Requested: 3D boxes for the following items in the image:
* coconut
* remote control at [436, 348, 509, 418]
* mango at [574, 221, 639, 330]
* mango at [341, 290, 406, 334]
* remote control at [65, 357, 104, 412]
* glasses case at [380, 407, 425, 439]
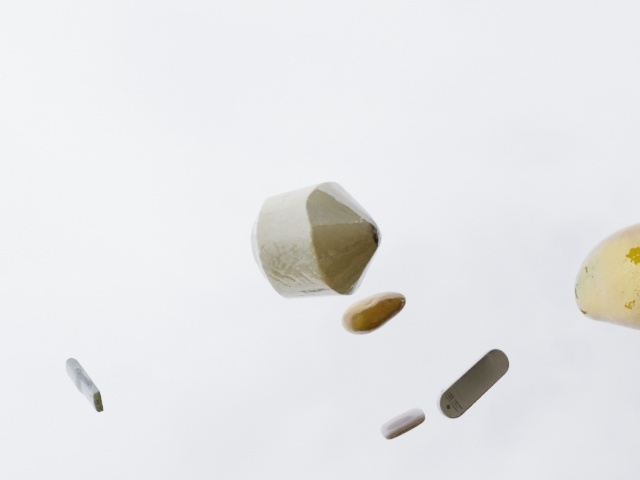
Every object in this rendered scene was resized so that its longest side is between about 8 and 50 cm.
[{"bbox_3d":[0.000,0.000,0.973,0.202,0.222,0.202,24,-118,-59],"label":"coconut"},{"bbox_3d":[0.400,0.371,1.482,0.245,0.022,0.077,-35,-96,-20],"label":"remote control"},{"bbox_3d":[0.519,0.062,0.910,0.119,0.317,0.176,-22,-101,-20],"label":"mango"},{"bbox_3d":[0.175,0.231,1.828,0.228,0.147,0.109,-22,-92,-7],"label":"mango"},{"bbox_3d":[-0.559,0.342,1.339,0.029,0.166,0.065,-19,-56,-37],"label":"remote control"},{"bbox_3d":[0.144,0.319,0.989,0.083,0.032,0.021,-26,-62,-8],"label":"glasses case"}]
